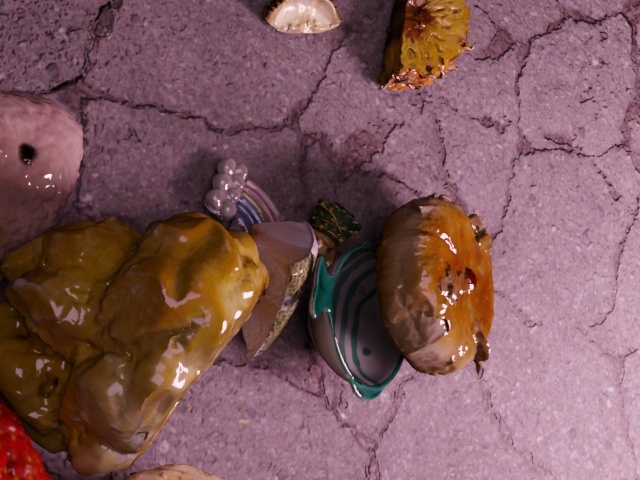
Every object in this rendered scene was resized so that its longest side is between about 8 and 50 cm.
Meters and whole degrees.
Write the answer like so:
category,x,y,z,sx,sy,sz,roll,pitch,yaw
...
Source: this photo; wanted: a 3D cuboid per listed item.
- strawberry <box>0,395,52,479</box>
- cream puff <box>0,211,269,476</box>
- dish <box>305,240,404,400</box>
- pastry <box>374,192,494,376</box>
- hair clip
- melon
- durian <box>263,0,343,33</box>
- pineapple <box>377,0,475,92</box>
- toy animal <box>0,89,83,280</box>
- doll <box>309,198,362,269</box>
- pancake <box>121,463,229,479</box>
category,x,y,z,sx,sy,sz,roll,pitch,yaw
strawberry,-0.380,0.266,0.857,0.250,0.238,0.289,29,61,-57
cream puff,-0.230,0.080,0.972,0.257,0.324,0.291,34,44,-2
dish,0.033,0.102,1.190,0.246,0.078,0.224,34,57,-48
pastry,0.169,0.061,1.224,0.236,0.120,0.257,-47,122,-52
hair clip,-0.119,0.008,1.183,0.140,0.054,0.220,31,65,-17
melon,-0.058,0.050,1.120,0.093,0.139,0.203,21,75,-14
durian,-0.023,-0.342,1.279,0.130,0.052,0.066,-6,87,-27
pineapple,0.178,-0.319,1.357,0.135,0.079,0.233,23,73,-23
toy animal,-0.442,-0.064,0.958,0.358,0.188,0.227,-2,83,-19
doll,-0.001,-0.006,1.242,0.078,0.077,0.113,38,101,-24
pancake,-0.174,0.420,0.982,0.356,0.065,0.357,-24,118,-58
